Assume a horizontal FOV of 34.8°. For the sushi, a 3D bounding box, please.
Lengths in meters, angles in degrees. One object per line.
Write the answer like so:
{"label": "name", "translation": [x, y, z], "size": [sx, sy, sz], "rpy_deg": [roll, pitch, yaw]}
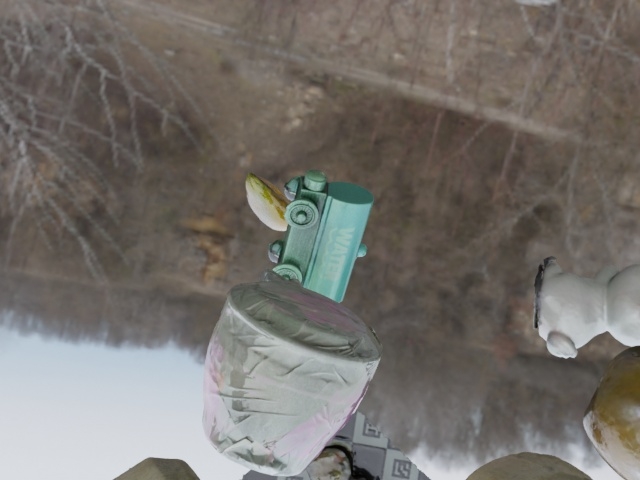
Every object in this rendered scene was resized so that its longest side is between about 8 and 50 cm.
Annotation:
{"label": "sushi", "translation": [0.020, 0.349, 1.345], "size": [0.231, 0.219, 0.047], "rpy_deg": [43, -174, 5]}

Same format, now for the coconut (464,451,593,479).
{"label": "coconut", "translation": [0.406, 0.603, 1.946], "size": [0.345, 0.415, 0.415], "rpy_deg": [26, 174, -7]}

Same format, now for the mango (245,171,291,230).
{"label": "mango", "translation": [-0.093, -0.070, 1.883], "size": [0.101, 0.066, 0.187], "rpy_deg": [44, 175, 27]}

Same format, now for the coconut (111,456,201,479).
{"label": "coconut", "translation": [-0.272, 0.475, 1.566], "size": [0.266, 0.237, 0.237], "rpy_deg": [-30, -168, -19]}

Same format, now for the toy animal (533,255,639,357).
{"label": "toy animal", "translation": [0.580, 0.141, 2.019], "size": [0.310, 0.182, 0.247], "rpy_deg": [7, -152, 20]}

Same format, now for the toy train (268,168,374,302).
{"label": "toy train", "translation": [0.000, 0.000, 1.697], "size": [0.159, 0.248, 0.101], "rpy_deg": [13, -146, -6]}

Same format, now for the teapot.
{"label": "teapot", "translation": [-0.059, 0.132, 1.043], "size": [0.163, 0.178, 0.222], "rpy_deg": [12, -164, -44]}

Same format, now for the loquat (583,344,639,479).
{"label": "loquat", "translation": [0.411, 0.208, 1.134], "size": [0.228, 0.179, 0.179], "rpy_deg": [18, 177, 19]}
